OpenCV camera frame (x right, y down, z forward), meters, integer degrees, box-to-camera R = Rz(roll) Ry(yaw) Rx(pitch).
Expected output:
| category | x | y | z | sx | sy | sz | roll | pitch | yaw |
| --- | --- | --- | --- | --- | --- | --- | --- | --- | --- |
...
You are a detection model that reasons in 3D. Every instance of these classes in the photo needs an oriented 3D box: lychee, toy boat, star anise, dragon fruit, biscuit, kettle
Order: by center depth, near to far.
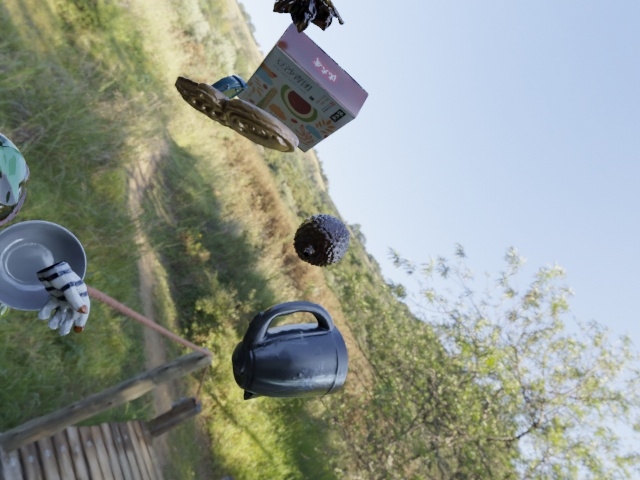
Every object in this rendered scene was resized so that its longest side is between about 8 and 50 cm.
| category | x | y | z | sx | sy | sz | roll | pitch | yaw |
| --- | --- | --- | --- | --- | --- | --- | --- | --- | --- |
| biscuit | -0.183 | -0.268 | 0.959 | 0.289 | 0.044 | 0.202 | 25 | -3 | -6 |
| dragon fruit | -0.829 | -0.160 | 1.063 | 0.268 | 0.130 | 0.295 | 41 | 47 | -74 |
| star anise | -0.035 | -0.672 | 1.172 | 0.126 | 0.220 | 0.190 | -10 | -77 | 59 |
| kettle | -0.101 | 0.326 | 1.305 | 0.228 | 0.324 | 0.320 | 37 | -64 | 52 |
| lychee | 0.000 | 0.000 | 1.483 | 0.238 | 0.200 | 0.200 | -33 | 100 | -56 |
| toy boat | -0.324 | -0.480 | 1.495 | 0.088 | 0.215 | 0.102 | -14 | 83 | -52 |

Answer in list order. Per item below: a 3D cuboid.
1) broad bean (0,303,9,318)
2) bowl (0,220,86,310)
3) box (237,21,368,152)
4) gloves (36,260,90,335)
| category | x | y | z | sx | sy | sz | roll | pitch | yaw |
| --- | --- | --- | --- | --- | --- | --- | --- | --- | --- |
| broad bean | -1.095 | 0.242 | 1.495 | 0.045 | 0.063 | 0.083 | 34 | -17 | -25 |
| bowl | -0.942 | 0.078 | 1.434 | 0.144 | 0.287 | 0.286 | 2 | -59 | 49 |
| box | -0.077 | -0.523 | 1.576 | 0.345 | 0.122 | 0.385 | 37 | -23 | -20 |
| gloves | -0.792 | 0.181 | 1.363 | 0.131 | 0.140 | 0.218 | -105 | 174 | -76 |
